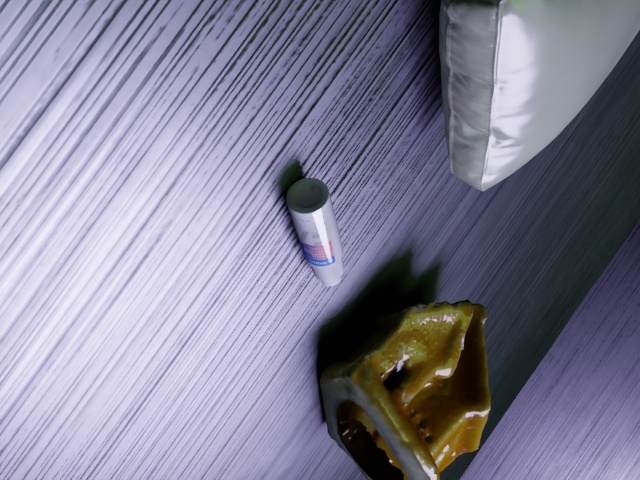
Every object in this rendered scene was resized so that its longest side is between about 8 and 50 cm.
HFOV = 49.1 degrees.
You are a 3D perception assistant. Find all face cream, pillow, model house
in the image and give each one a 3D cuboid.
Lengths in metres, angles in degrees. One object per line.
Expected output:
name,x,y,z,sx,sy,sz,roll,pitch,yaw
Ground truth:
face cream,0.000,0.000,0.574,0.034,0.034,0.130,-47,153,-18
pillow,0.212,-0.217,0.585,0.322,0.119,0.255,-51,155,-15
model house,0.131,0.167,0.822,0.239,0.173,0.268,-41,152,-25
